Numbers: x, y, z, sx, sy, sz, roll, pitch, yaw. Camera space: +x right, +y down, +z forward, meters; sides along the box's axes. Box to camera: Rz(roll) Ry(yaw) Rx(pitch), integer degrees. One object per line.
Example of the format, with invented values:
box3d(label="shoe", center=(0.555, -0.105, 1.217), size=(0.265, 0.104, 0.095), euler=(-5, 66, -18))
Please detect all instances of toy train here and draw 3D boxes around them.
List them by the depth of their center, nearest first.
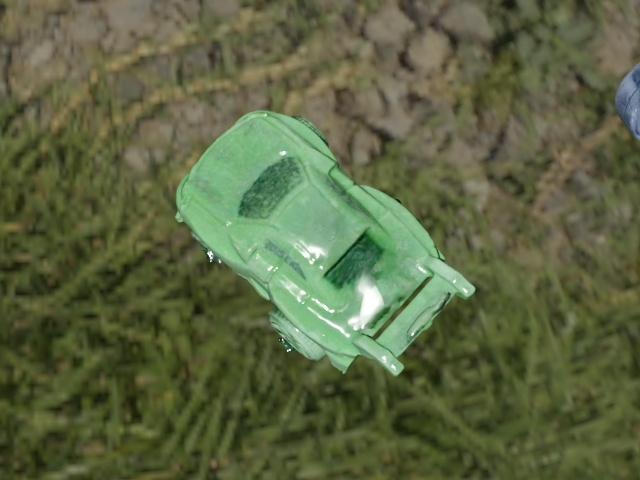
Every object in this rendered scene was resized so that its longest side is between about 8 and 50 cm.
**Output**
box3d(label="toy train", center=(0.000, 0.000, 0.989), size=(0.149, 0.081, 0.099), euler=(43, 81, 3))

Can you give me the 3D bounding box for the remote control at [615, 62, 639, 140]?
box3d(label="remote control", center=(0.200, -0.090, 0.871), size=(0.152, 0.027, 0.043), euler=(-26, 132, -3))
